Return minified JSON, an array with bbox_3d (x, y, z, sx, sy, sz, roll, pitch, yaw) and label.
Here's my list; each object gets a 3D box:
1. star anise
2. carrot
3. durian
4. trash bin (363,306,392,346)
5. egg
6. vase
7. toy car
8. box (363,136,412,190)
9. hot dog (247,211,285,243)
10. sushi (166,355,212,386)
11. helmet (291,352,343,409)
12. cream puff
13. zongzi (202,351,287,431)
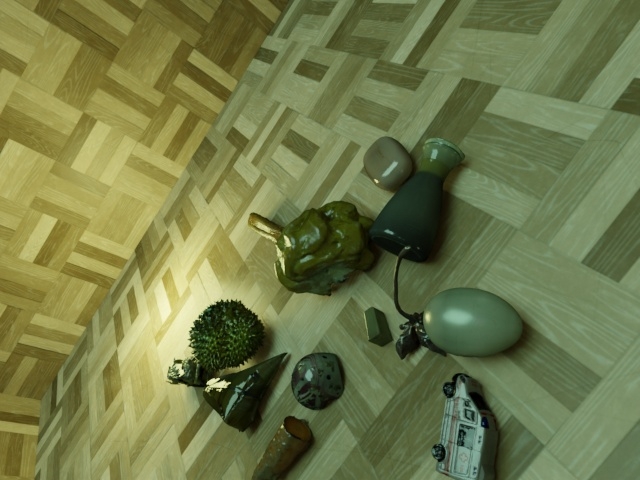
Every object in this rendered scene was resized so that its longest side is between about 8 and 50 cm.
[{"bbox_3d":[0.215,0.163,1.102,0.219,0.227,0.148,-51,29,-5],"label":"star anise"},{"bbox_3d":[-0.131,0.625,1.306,0.263,0.101,0.102,-56,36,9],"label":"carrot"},{"bbox_3d":[-0.336,0.328,1.622,0.291,0.225,0.291,-27,13,7],"label":"durian"},{"bbox_3d":[0.154,0.232,1.248,0.043,0.060,0.092,-39,40,28],"label":"trash bin"},{"bbox_3d":[0.327,0.179,0.997,0.209,0.151,0.151,3,68,36],"label":"egg"},{"bbox_3d":[0.272,-0.117,1.259,0.173,0.173,0.321,11,71,53],"label":"vase"},{"bbox_3d":[0.306,0.383,0.941,0.108,0.089,0.210,-5,65,48],"label":"toy car"},{"bbox_3d":[0.213,-0.248,1.470,0.146,0.088,0.200,-45,40,19],"label":"box"},{"bbox_3d":[-0.215,-0.050,1.878,0.289,0.068,0.083,28,112,50],"label":"hot dog"},{"bbox_3d":[-0.520,0.509,1.826,0.291,0.131,0.139,-22,52,52],"label":"sushi"},{"bbox_3d":[-0.028,0.398,1.320,0.177,0.107,0.153,-41,44,25],"label":"helmet"},{"bbox_3d":[-0.009,0.002,1.424,0.323,0.274,0.270,-36,53,26],"label":"cream puff"},{"bbox_3d":[-0.258,0.463,1.558,0.260,0.123,0.289,12,66,56],"label":"zongzi"}]
